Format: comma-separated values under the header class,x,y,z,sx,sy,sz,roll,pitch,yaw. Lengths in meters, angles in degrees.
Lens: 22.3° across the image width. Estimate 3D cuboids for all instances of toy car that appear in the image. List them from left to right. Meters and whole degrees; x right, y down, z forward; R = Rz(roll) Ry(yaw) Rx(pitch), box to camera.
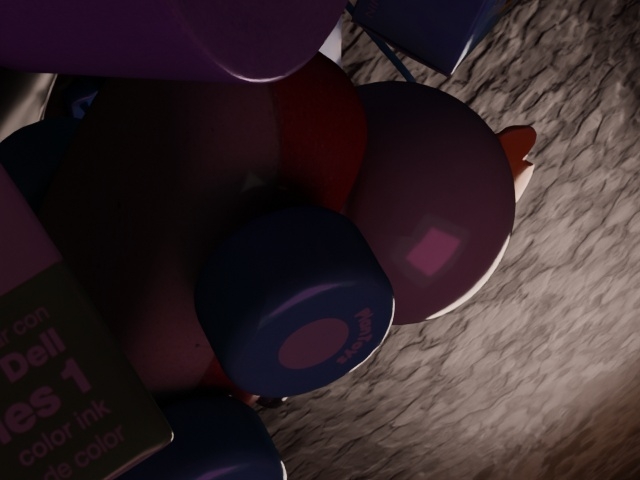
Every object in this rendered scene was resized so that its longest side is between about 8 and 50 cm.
class,x,y,z,sx,sy,sz,roll,pitch,yaw
toy car,0.000,0.000,0.745,0.238,0.219,0.210,0,134,-35

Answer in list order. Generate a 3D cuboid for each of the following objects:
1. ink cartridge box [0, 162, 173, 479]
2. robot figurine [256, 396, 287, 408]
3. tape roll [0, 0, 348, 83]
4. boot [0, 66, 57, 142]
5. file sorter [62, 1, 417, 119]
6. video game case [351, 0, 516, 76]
class,x,y,z,sx,sy,sz,roll,pitch,yaw
ink cartridge box,-0.180,-0.018,0.548,0.117,0.278,0.201,-32,180,-14
robot figurine,-0.113,0.087,1.044,0.211,0.085,0.291,-49,151,20
tape roll,-0.052,-0.189,0.519,0.275,0.090,0.274,4,90,-72
boot,-0.206,-0.054,0.753,0.198,0.077,0.137,-24,148,-50
file sorter,-0.038,-0.050,0.904,0.170,0.104,0.118,-28,150,-17
video game case,0.133,-0.238,0.755,0.244,0.061,0.269,-47,167,-49
